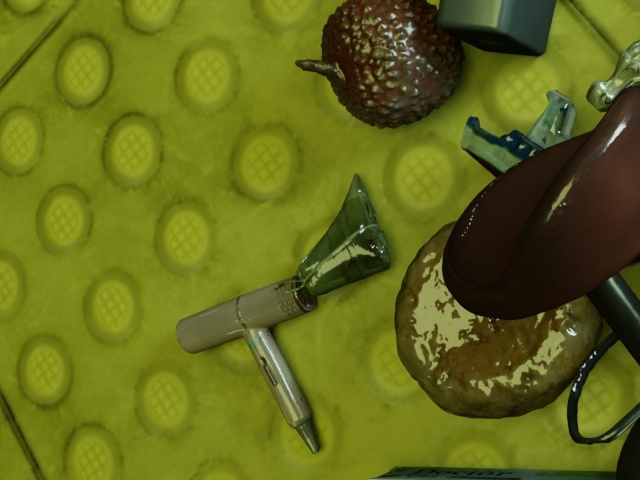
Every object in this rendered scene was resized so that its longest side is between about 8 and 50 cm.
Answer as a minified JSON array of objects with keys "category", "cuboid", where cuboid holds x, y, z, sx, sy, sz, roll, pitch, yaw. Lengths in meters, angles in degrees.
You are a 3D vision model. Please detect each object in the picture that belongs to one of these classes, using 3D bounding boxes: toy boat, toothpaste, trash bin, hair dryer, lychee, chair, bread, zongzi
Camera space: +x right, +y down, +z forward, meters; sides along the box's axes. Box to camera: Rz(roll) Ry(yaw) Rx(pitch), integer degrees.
[{"category":"toy boat","cuboid":[0.272,-0.074,1.018,0.262,0.114,0.115,44,102,22]},{"category":"toothpaste","cuboid":[0.218,0.289,1.040,0.336,0.081,0.067,-5,85,27]},{"category":"trash bin","cuboid":[0.210,-0.332,1.035,0.101,0.176,0.236,12,97,27]},{"category":"hair dryer","cuboid":[-0.073,0.177,1.227,0.195,0.053,0.220,-20,84,26]},{"category":"lychee","cuboid":[0.070,-0.209,1.101,0.197,0.165,0.165,-19,74,-15]},{"category":"chair","cuboid":[0.267,0.062,0.824,0.226,0.226,0.401,-30,114,23]},{"category":"bread","cuboid":[0.194,0.083,1.045,0.230,0.123,0.230,-3,85,30]},{"category":"zongzi","cuboid":[0.000,0.000,1.174,0.154,0.062,0.130,-22,74,7]}]

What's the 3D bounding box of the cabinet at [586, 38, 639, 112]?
[{"category":"cabinet","cuboid":[0.469,-0.146,0.855,0.318,0.227,0.290,-49,68,17]}]
